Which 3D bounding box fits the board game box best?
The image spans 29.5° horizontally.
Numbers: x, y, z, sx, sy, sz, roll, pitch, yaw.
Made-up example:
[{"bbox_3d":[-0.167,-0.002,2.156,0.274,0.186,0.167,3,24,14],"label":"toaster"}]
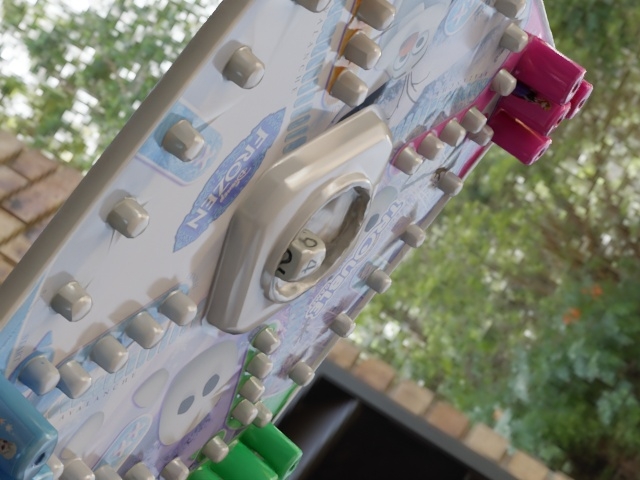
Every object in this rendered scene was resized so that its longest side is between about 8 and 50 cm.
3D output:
[{"bbox_3d":[0.000,0.000,0.646,0.390,0.050,0.390,-52,-20,1],"label":"board game box"}]
